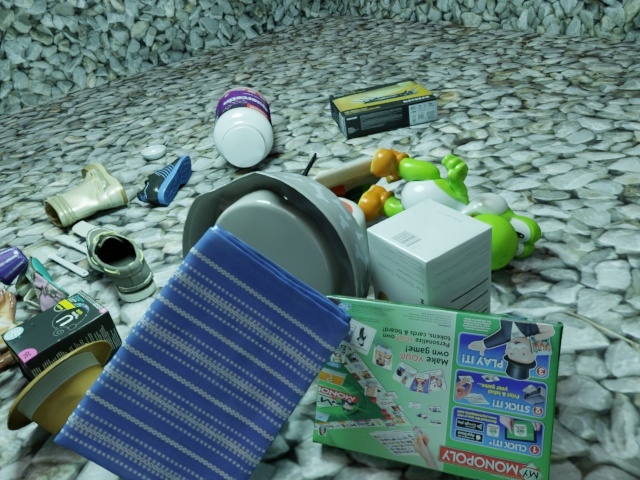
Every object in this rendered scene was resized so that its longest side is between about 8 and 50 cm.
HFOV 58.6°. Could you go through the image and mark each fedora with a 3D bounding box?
[{"bbox_3d":[-0.400,0.250,0.920,0.079,0.194,0.194,41,50,10],"label":"fedora"}]

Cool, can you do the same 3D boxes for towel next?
[{"bbox_3d":[-0.137,0.177,0.741,0.336,0.243,0.040,-55,13,-8],"label":"towel"}]

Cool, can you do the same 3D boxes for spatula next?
[{"bbox_3d":[-0.604,0.025,1.437,0.242,0.019,0.168,20,41,34],"label":"spatula"}]

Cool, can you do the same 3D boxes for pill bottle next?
[{"bbox_3d":[-0.239,-0.349,1.773,0.181,0.181,0.323,-11,32,-2],"label":"pill bottle"}]

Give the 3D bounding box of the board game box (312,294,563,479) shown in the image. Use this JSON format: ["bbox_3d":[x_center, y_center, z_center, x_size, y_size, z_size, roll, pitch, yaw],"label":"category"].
[{"bbox_3d":[0.150,0.197,0.777,0.317,0.214,0.046,5,0,22],"label":"board game box"}]

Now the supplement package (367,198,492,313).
[{"bbox_3d":[0.176,0.083,0.905,0.134,0.244,0.139,-25,34,-25],"label":"supplement package"}]

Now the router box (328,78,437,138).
[{"bbox_3d":[0.202,-0.444,1.899,0.308,0.081,0.243,-13,32,-6],"label":"router box"}]

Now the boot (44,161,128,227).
[{"bbox_3d":[-0.695,-0.131,1.639,0.203,0.095,0.262,-30,41,-27],"label":"boot"}]

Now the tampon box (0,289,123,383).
[{"bbox_3d":[-0.471,0.189,1.050,0.120,0.101,0.161,20,43,40],"label":"tampon box"}]

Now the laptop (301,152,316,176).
[{"bbox_3d":[-0.146,-0.096,1.384,0.136,0.264,0.234,30,36,-6],"label":"laptop"}]

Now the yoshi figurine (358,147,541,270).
[{"bbox_3d":[0.254,-0.051,1.143,0.362,0.203,0.203,23,71,17],"label":"yoshi figurine"}]

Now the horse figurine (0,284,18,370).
[{"bbox_3d":[-0.648,0.200,1.119,0.174,0.066,0.263,-37,38,-28],"label":"horse figurine"}]

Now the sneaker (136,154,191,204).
[{"bbox_3d":[-0.451,-0.182,1.660,0.090,0.081,0.232,5,35,9],"label":"sneaker"}]

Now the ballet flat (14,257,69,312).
[{"bbox_3d":[-0.632,0.103,1.272,0.079,0.077,0.221,-46,44,-17],"label":"ballet flat"}]

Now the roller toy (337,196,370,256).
[{"bbox_3d":[0.000,0.000,1.181,0.209,0.146,0.191,-3,32,12],"label":"roller toy"}]

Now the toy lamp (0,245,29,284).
[{"bbox_3d":[-0.761,0.112,1.224,0.274,0.080,0.080,-39,39,-14],"label":"toy lamp"}]

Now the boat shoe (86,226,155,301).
[{"bbox_3d":[-0.468,0.029,1.306,0.109,0.091,0.305,-27,39,-26],"label":"boat shoe"}]

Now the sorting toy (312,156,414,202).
[{"bbox_3d":[0.101,-0.131,1.344,0.307,0.229,0.041,-20,78,-16],"label":"sorting toy"}]

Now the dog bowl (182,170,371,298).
[{"bbox_3d":[-0.071,0.043,0.969,0.348,0.349,0.102,10,23,29],"label":"dog bowl"}]

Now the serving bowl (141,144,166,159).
[{"bbox_3d":[-0.558,-0.292,1.917,0.083,0.027,0.083,-8,32,5],"label":"serving bowl"}]
